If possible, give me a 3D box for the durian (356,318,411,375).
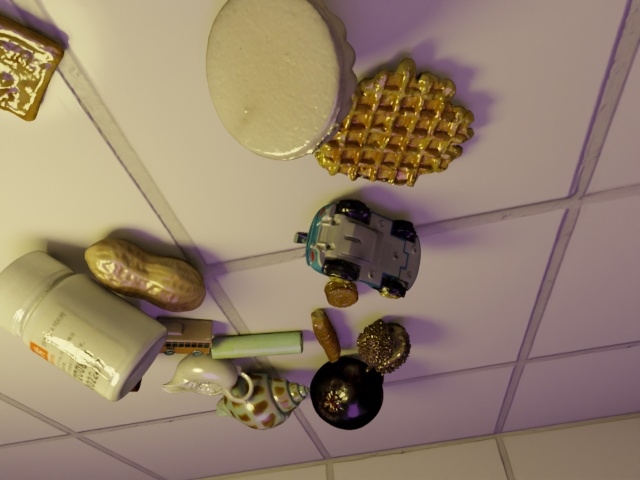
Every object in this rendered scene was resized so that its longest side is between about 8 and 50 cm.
[{"bbox_3d":[0.205,0.360,1.579,0.195,0.167,0.196,-3,106,-10],"label":"durian"}]

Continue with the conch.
[{"bbox_3d":[-0.219,0.595,1.772,0.367,0.197,0.249,8,159,21],"label":"conch"}]

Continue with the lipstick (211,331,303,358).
[{"bbox_3d":[-0.207,0.350,1.589,0.303,0.076,0.076,-3,141,-5],"label":"lipstick"}]

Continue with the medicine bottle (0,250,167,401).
[{"bbox_3d":[-0.578,0.201,1.140,0.371,0.211,0.211,32,134,1],"label":"medicine bottle"}]

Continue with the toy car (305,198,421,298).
[{"bbox_3d":[0.107,0.027,1.170,0.314,0.199,0.165,18,168,-32],"label":"toy car"}]

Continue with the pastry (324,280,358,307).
[{"bbox_3d":[0.063,0.156,1.405,0.109,0.057,0.097,-34,132,28],"label":"pastry"}]

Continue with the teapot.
[{"bbox_3d":[-0.376,0.477,1.644,0.299,0.166,0.209,16,130,2],"label":"teapot"}]

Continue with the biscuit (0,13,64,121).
[{"bbox_3d":[-0.535,-0.295,0.787,0.174,0.039,0.183,20,133,-30],"label":"biscuit"}]

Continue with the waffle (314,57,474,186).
[{"bbox_3d":[0.150,-0.212,0.971,0.311,0.060,0.307,30,129,-34],"label":"waffle"}]

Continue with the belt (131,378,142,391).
[{"bbox_3d":[-0.590,0.327,1.390,0.122,0.218,0.339,4,146,-13],"label":"belt"}]

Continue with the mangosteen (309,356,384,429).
[{"bbox_3d":[0.113,0.555,1.773,0.274,0.275,0.302,-33,169,28],"label":"mangosteen"}]

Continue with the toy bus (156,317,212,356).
[{"bbox_3d":[-0.432,0.299,1.481,0.181,0.091,0.103,6,137,-18],"label":"toy bus"}]

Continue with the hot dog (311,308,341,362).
[{"bbox_3d":[0.022,0.320,1.588,0.068,0.083,0.289,-25,141,-7],"label":"hot dog"}]

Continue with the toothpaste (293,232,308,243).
[{"bbox_3d":[0.000,0.000,1.237,0.139,0.021,0.037,5,138,-10],"label":"toothpaste"}]

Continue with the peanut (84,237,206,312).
[{"bbox_3d":[-0.428,0.087,1.192,0.313,0.149,0.149,26,131,-25],"label":"peanut"}]

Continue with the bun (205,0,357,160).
[{"bbox_3d":[-0.042,-0.272,0.783,0.262,0.175,0.264,12,115,26],"label":"bun"}]
